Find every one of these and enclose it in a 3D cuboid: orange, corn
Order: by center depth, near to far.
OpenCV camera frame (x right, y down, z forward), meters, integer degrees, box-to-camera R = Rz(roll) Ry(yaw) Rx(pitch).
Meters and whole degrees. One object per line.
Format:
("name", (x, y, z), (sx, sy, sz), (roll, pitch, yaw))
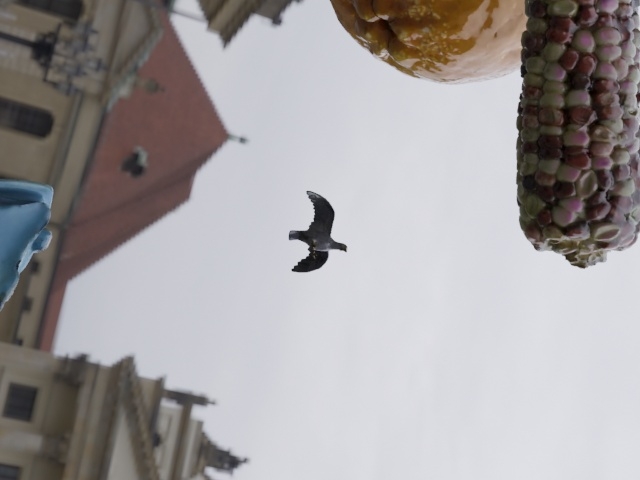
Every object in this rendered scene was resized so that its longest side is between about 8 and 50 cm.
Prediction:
("corn", (0.183, -0.121, 0.782), (0.092, 0.092, 0.281), (-158, -113, -70))
("orange", (0.148, -0.335, 1.271), (0.293, 0.340, 0.340), (-51, -169, -23))

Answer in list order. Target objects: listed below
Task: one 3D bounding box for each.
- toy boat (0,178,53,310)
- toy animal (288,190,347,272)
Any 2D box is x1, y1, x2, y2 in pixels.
("toy boat", (-0.318, 0.023, 0.927), (0.238, 0.109, 0.098), (-35, -158, -19))
("toy animal", (-0.001, 0.001, 0.950), (0.050, 0.028, 0.084), (37, -47, 30))
